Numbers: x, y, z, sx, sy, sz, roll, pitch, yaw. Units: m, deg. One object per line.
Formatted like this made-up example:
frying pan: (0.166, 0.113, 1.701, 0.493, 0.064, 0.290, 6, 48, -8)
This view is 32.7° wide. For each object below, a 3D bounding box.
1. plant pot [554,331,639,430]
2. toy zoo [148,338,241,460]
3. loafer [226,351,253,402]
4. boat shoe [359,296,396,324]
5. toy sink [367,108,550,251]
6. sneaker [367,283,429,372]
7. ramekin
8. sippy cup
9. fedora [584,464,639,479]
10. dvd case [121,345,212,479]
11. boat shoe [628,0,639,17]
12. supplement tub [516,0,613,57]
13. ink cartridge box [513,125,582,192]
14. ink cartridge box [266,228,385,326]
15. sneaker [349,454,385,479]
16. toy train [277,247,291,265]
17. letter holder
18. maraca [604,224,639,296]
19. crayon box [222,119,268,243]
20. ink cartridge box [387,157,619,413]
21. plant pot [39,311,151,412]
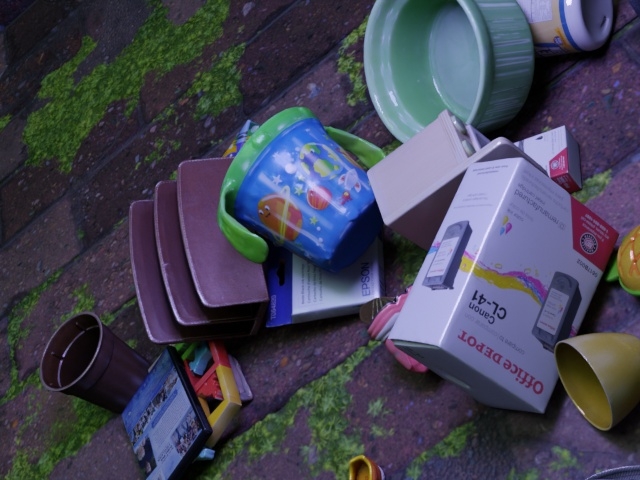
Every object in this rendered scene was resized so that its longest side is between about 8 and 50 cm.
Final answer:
plant pot: (0.397, 0.179, 1.491, 0.095, 0.134, 0.134, -24, 40, -12)
toy zoo: (-0.230, 0.284, 1.996, 0.192, 0.030, 0.293, -49, 38, 22)
loafer: (-0.156, 0.251, 1.990, 0.125, 0.039, 0.045, -115, 38, -50)
boat shoe: (0.131, 0.117, 1.821, 0.135, 0.045, 0.050, -10, 70, 30)
toy sink: (0.219, -0.107, 1.746, 0.234, 0.153, 0.131, -37, 48, 24)
sneaker: (0.228, 0.090, 1.731, 0.314, 0.116, 0.136, -38, 83, -5)
ramekin: (0.225, -0.312, 1.885, 0.303, 0.148, 0.303, 23, 119, 49)
sippy cup: (-0.012, -0.071, 1.849, 0.224, 0.240, 0.305, 38, 85, 19)
fedora: (0.377, 0.376, 1.344, 0.275, 0.124, 0.243, -1, 60, 41)
dvd case: (-0.284, 0.332, 1.991, 0.180, 0.022, 0.253, -55, 36, 15)
boat shoe: (0.577, -0.384, 1.705, 0.156, 0.187, 0.500, -39, 35, 14)
supplement tub: (0.390, -0.392, 1.900, 0.200, 0.144, 0.144, -1, 60, 42)
ink cartridge box: (0.352, -0.116, 1.792, 0.135, 0.056, 0.099, -19, 50, 30)
ink cartridge box: (0.001, 0.034, 1.940, 0.224, 0.045, 0.223, -11, 58, 16)
sneaker: (0.064, 0.408, 1.644, 0.064, 0.067, 0.175, -27, 47, 22)
toy train: (0.000, 0.000, 2.018, 0.166, 0.046, 0.125, -13, 58, 16)
letter holder: (-0.232, 0.018, 1.984, 0.152, 0.214, 0.301, 113, 148, -59)
maraca: (0.470, 0.023, 1.556, 0.127, 0.099, 0.186, -51, 14, -5)
crayon box: (-0.092, -0.105, 2.162, 0.323, 0.083, 0.203, 27, 80, 48)
ink cartridge box: (0.270, 0.066, 1.585, 0.131, 0.226, 0.306, -4, 57, 59)
plant pot: (-0.430, 0.249, 2.132, 0.167, 0.165, 0.167, -23, 48, 27)
